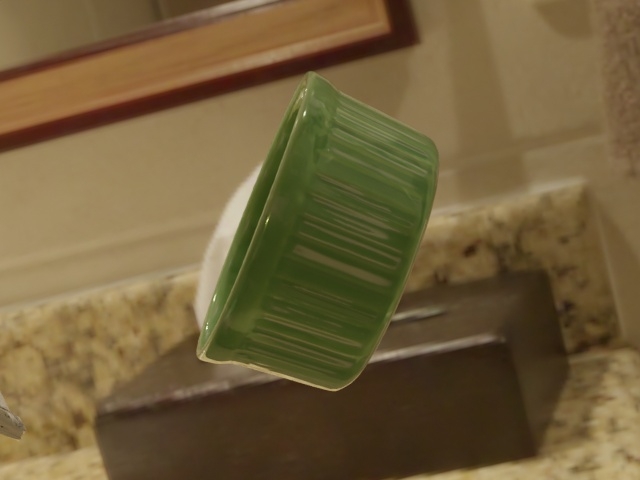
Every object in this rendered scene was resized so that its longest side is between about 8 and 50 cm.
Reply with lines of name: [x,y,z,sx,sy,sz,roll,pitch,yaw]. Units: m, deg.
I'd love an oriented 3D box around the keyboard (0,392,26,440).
keyboard: [-0.261,0.089,0.860,0.014,0.072,0.256,-36,-16,-5]

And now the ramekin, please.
ramekin: [0.000,0.000,1.245,0.148,0.303,0.303,21,6,-7]
